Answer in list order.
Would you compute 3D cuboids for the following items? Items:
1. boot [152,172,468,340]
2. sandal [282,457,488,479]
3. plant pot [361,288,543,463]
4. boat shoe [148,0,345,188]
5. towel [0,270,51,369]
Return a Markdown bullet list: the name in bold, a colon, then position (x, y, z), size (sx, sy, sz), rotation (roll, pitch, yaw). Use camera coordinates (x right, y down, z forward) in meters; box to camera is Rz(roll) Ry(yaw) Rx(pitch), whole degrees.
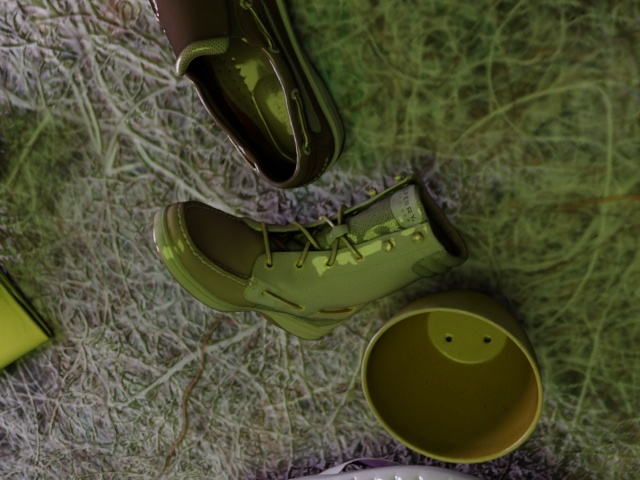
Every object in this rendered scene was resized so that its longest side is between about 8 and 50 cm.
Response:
- **boot**: position (0.000, 0.000, 0.562), size (0.165, 0.077, 0.213), rotation (-27, 145, 26)
- **sandal**: position (0.062, 0.273, 0.704), size (0.416, 0.102, 0.170), rotation (-6, 96, 36)
- **plant pot**: position (0.109, 0.091, 0.600), size (0.134, 0.095, 0.134), rotation (7, 115, 16)
- **boat shoe**: position (-0.070, -0.152, 0.555), size (0.095, 0.095, 0.257), rotation (-31, 100, 28)
- **towel**: position (-0.399, 0.113, 0.840), size (0.237, 0.021, 0.102), rotation (-29, 106, 27)
